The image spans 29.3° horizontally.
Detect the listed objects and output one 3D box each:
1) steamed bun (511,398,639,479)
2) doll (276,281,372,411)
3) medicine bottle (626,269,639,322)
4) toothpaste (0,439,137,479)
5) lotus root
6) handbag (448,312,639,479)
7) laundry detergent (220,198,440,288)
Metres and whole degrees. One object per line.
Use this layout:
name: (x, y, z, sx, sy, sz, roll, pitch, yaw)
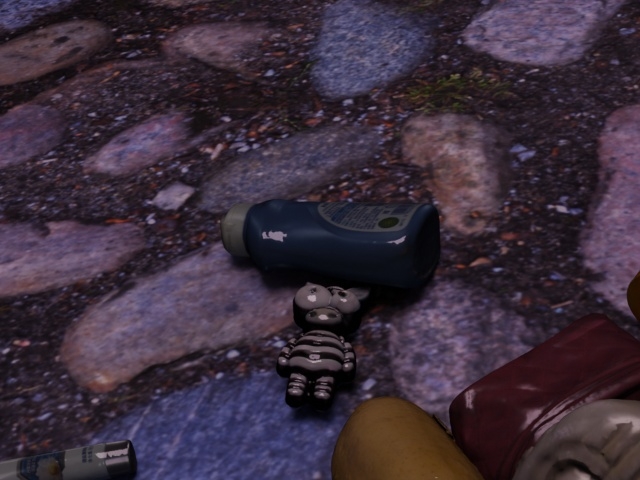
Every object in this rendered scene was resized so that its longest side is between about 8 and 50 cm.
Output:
steamed bun: (0.315, 0.269, 0.959, 0.324, 0.310, 0.219, 6, 9, 23)
doll: (0.003, 0.110, 1.409, 0.091, 0.067, 0.219, 3, 36, 9)
medicine bottle: (0.436, 0.020, 1.403, 0.096, 0.096, 0.192, 18, 45, 33)
toothpaste: (-0.317, 0.254, 1.316, 0.239, 0.039, 0.062, -11, 43, 2)
lotus root: (0.084, 0.249, 1.132, 0.130, 0.146, 0.303, -12, 32, -14)
handbag: (0.245, 0.181, 1.185, 0.225, 0.146, 0.135, -26, 36, -21)
laundry detergent: (0.000, 0.000, 1.542, 0.289, 0.094, 0.143, 3, 26, 24)
